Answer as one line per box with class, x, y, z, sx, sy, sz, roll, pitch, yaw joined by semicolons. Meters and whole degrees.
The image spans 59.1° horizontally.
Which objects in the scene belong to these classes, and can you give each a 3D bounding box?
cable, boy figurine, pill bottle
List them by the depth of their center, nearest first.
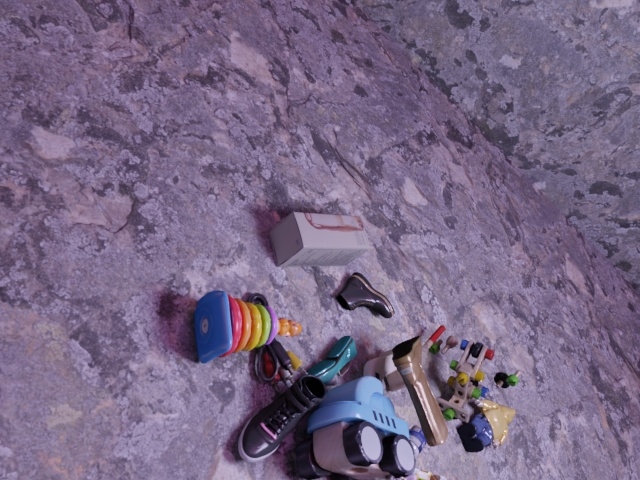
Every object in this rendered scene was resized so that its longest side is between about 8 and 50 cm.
cable;-0.158;0.294;1.614;0.139;0.072;0.287;-23;69;-30
pill bottle;0.288;0.643;1.775;0.120;0.067;0.067;-32;88;-47
boy figurine;0.611;0.655;2.043;0.285;0.092;0.177;-13;75;-46

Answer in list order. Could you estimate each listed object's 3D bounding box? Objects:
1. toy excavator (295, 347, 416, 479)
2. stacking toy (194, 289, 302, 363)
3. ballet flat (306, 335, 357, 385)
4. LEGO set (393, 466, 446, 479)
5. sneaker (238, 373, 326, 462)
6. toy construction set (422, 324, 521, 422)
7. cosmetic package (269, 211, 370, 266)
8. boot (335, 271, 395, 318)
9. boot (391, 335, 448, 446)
toy excavator;0.145;0.475;1.647;0.433;0.222;0.445;33;42;-36
stacking toy;-0.175;0.230;1.517;0.301;0.175;0.166;7;63;-36
ballet flat;0.040;0.385;1.701;0.247;0.083;0.087;-37;106;-45
LEGO set;0.269;0.729;1.682;0.287;0.132;0.107;42;57;-47
sneaker;-0.095;0.448;1.474;0.104;0.147;0.295;44;39;11
toy construction set;0.466;0.474;1.955;0.309;0.257;0.237;43;53;15
cosmetic package;0.000;0.000;1.844;0.296;0.153;0.129;2;63;-43
boot;0.146;0.220;1.909;0.198;0.077;0.137;42;47;4
boot;0.301;0.444;1.698;0.270;0.089;0.236;66;21;0
